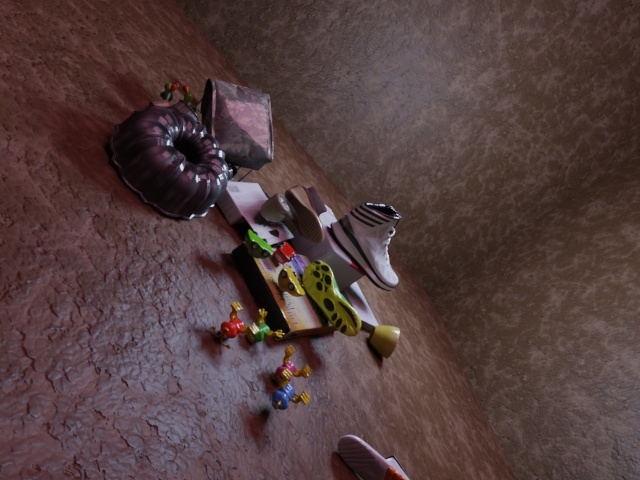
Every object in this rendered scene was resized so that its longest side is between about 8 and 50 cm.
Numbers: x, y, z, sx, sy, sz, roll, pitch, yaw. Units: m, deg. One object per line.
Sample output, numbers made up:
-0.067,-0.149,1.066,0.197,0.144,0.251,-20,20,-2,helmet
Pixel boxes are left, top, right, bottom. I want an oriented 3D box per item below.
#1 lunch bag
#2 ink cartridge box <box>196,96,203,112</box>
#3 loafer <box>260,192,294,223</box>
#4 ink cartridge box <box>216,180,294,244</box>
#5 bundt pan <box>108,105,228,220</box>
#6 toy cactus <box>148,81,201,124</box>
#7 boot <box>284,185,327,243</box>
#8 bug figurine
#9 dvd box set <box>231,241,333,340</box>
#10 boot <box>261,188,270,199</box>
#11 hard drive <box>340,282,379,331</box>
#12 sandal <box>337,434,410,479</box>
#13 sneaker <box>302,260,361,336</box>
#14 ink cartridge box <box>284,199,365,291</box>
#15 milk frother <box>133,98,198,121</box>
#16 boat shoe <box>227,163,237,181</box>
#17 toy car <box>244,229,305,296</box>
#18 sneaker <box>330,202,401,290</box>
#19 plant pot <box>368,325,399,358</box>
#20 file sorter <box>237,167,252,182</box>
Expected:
-0.304,-0.424,1.503,0.235,0.169,0.287,5,82,-31,lunch bag
-0.485,-0.628,1.837,0.056,0.135,0.099,40,19,-27,ink cartridge box
-0.159,-0.109,1.471,0.268,0.092,0.102,59,6,-85,loafer
-0.235,-0.087,1.480,0.261,0.066,0.296,57,16,3,ink cartridge box
-0.382,-0.226,1.125,0.330,0.124,0.331,38,35,-33,bundt pan
-0.523,-0.469,1.469,0.180,0.112,0.219,-21,87,-51,toy cactus
-0.019,-0.109,1.604,0.249,0.090,0.206,59,29,10,boot
-0.128,0.272,0.979,0.279,0.072,0.216,51,9,11,bug figurine
-0.086,0.167,1.354,0.308,0.062,0.420,58,16,20,dvd box set
-0.220,-0.161,1.727,0.099,0.045,0.121,45,10,-34,boot
0.150,0.259,1.865,0.203,0.040,0.308,34,24,-48,hard drive
0.152,0.575,1.055,0.265,0.102,0.076,49,18,-4,sandal
0.029,0.197,1.366,0.296,0.109,0.124,58,-10,29,sneaker
0.000,0.000,1.783,0.279,0.160,0.385,35,23,-50,ink cartridge box
-0.484,-0.385,1.296,0.143,0.135,0.129,49,-15,-22,milk frother
-0.345,-0.234,1.424,0.084,0.079,0.233,56,8,-4,boat shoe
-0.147,0.049,1.216,0.225,0.053,0.239,41,18,-35,toy car
0.265,0.021,1.730,0.447,0.257,0.169,46,16,-32,sneaker
0.255,0.406,1.718,0.095,0.134,0.134,24,18,-1,plant pot
-0.338,-0.331,1.655,0.170,0.104,0.118,48,16,-14,file sorter
